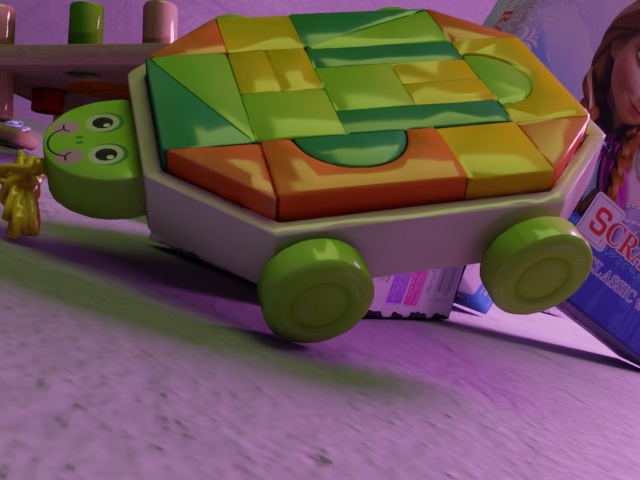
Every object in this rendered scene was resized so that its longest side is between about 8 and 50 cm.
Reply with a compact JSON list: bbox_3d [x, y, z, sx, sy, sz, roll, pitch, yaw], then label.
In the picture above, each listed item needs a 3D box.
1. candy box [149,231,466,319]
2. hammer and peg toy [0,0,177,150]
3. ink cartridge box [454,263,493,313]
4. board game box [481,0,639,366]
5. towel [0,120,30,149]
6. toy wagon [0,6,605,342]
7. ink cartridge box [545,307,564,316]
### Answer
[{"bbox_3d":[0.000,0.000,0.606,0.164,0.070,0.196,20,5,31],"label":"candy box"},{"bbox_3d":[-0.299,-0.188,0.945,0.361,0.128,0.266,1,-2,8],"label":"hammer and peg toy"},{"bbox_3d":[0.098,-0.017,0.745,0.104,0.062,0.181,19,-24,45],"label":"ink cartridge box"},{"bbox_3d":[0.263,-0.096,0.673,0.318,0.318,0.066,34,-3,-24],"label":"board game box"},{"bbox_3d":[-0.613,-0.205,1.090,0.370,0.040,0.271,20,4,34],"label":"towel"},{"bbox_3d":[-0.013,-0.059,0.472,0.344,0.068,0.267,-6,41,-14],"label":"toy wagon"},{"bbox_3d":[0.285,0.076,1.027,0.083,0.028,0.048,15,5,-21],"label":"ink cartridge box"}]
